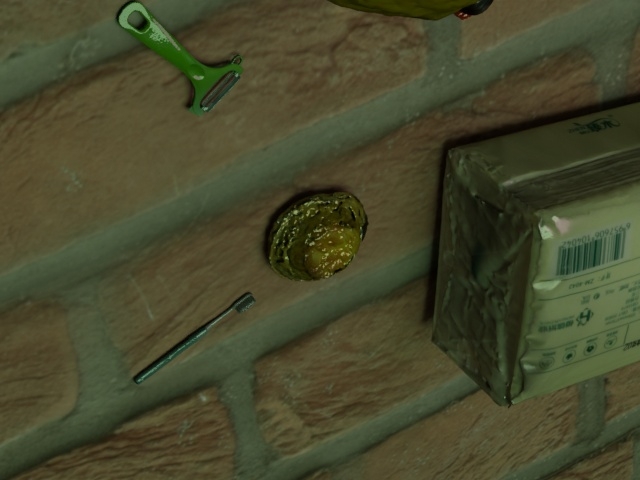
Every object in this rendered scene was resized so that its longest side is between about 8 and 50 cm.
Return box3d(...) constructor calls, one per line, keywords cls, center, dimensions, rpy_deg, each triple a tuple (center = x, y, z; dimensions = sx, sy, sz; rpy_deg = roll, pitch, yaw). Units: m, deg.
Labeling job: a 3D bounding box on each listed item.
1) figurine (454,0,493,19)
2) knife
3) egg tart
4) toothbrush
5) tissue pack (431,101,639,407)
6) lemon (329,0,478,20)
box3d(cls="figurine", center=(0.182, -0.287, 1.808), dimensions=(0.106, 0.047, 0.060), rpy_deg=(-47, 173, -6))
box3d(cls="knife", center=(-0.140, -0.187, 1.666), dimensions=(0.078, 0.022, 0.166), rpy_deg=(-50, 137, 0))
box3d(cls="egg tart", center=(0.000, 0.000, 1.891), dimensions=(0.130, 0.052, 0.130), rpy_deg=(-18, 132, -21))
box3d(cls="toothbrush", center=(-0.142, 0.113, 1.902), dimensions=(0.167, 0.014, 0.011), rpy_deg=(-36, 145, -7))
box3d(cls="tissue pack", center=(0.342, 0.006, 2.028), dimensions=(0.380, 0.207, 0.297), rpy_deg=(-14, 128, -28))
box3d(cls="lemon", center=(0.068, -0.376, 1.436), dimensions=(0.350, 0.350, 0.387), rpy_deg=(-45, 120, 3))
